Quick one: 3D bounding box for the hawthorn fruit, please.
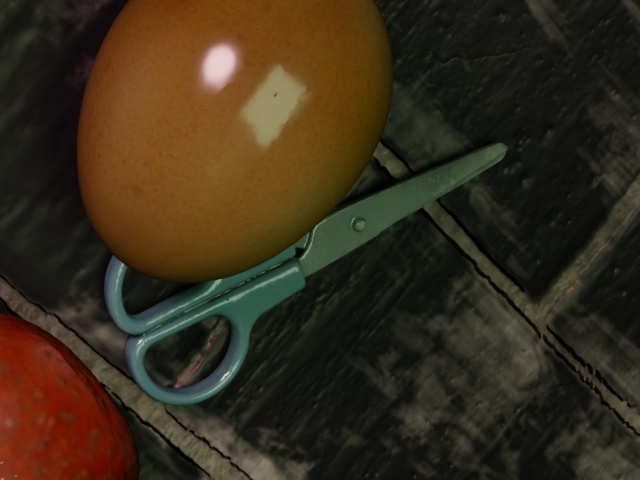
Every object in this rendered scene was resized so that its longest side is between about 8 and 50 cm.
[{"bbox_3d":[-0.302,0.169,1.699,0.276,0.276,0.307,-26,102,-20],"label":"hawthorn fruit"}]

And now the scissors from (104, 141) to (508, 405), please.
[{"bbox_3d":[0.000,0.000,1.942,0.447,0.029,0.193,-27,119,-20],"label":"scissors"}]

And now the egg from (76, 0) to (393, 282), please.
[{"bbox_3d":[-0.079,-0.112,1.726,0.250,0.250,0.322,31,99,-34],"label":"egg"}]
